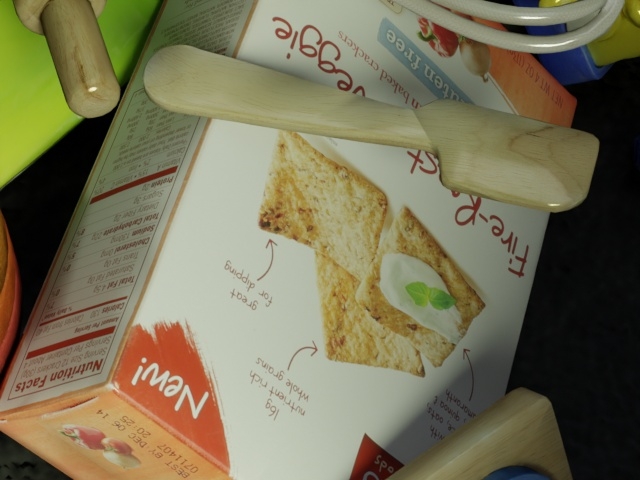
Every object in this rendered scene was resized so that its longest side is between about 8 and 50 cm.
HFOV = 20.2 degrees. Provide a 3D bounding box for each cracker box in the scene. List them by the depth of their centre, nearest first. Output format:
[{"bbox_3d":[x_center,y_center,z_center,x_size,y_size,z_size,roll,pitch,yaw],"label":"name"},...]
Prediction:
[{"bbox_3d":[0.000,0.000,0.624,0.156,0.067,0.232,40,52,-31],"label":"cracker box"}]

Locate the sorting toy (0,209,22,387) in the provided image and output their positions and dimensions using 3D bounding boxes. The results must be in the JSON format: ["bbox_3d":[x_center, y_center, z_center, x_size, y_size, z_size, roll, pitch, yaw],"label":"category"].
[{"bbox_3d":[-0.151,-0.118,0.523,0.127,0.126,0.365,-9,80,-31],"label":"sorting toy"}]

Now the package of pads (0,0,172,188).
[{"bbox_3d":[-0.220,-0.073,0.605,0.229,0.101,0.296,50,57,-7],"label":"package of pads"}]

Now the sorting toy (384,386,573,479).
[{"bbox_3d":[0.039,0.141,0.553,0.274,0.132,0.046,-31,28,-26],"label":"sorting toy"}]

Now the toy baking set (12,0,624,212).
[{"bbox_3d":[-0.011,-0.109,0.587,0.197,0.030,0.256,-11,57,-8],"label":"toy baking set"}]

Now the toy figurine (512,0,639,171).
[{"bbox_3d":[0.166,-0.122,0.739,0.191,0.217,0.362,-53,124,-37],"label":"toy figurine"}]
